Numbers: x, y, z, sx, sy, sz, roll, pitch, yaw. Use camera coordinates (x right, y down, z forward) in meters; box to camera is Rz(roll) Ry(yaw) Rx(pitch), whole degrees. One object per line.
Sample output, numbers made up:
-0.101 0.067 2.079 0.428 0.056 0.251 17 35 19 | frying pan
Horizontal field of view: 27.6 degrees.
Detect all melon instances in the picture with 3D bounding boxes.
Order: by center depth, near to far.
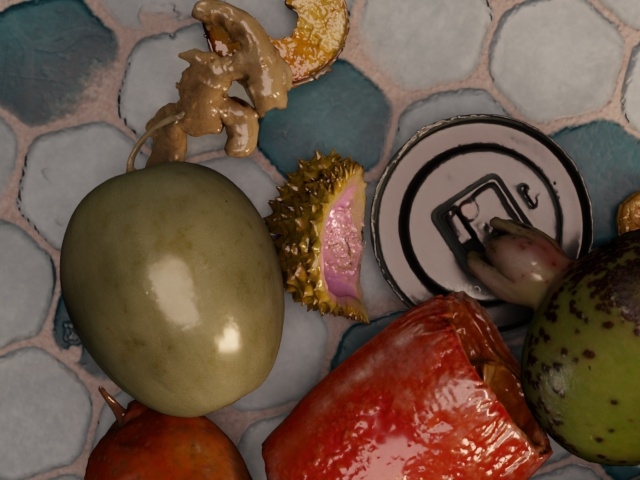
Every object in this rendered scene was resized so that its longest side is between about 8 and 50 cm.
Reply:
-0.170 0.049 1.508 0.272 0.272 0.308 -36 62 -2 | melon

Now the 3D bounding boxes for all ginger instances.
-0.129 -0.152 1.562 0.149 0.065 0.258 32 116 7 | ginger

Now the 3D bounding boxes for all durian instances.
-0.001 0.001 1.586 0.132 0.165 0.182 -8 128 -24 | durian

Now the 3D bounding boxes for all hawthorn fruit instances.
-0.187 0.284 1.537 0.211 0.210 0.262 -24 83 -3 | hawthorn fruit

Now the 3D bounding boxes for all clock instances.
0.198 -0.020 1.628 0.281 0.055 0.280 0 89 -3 | clock

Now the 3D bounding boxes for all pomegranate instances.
0.322 0.086 1.500 0.341 0.285 0.285 39 88 17 | pomegranate

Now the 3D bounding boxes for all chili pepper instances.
0.113 0.235 1.519 0.305 0.229 0.251 -43 76 11 | chili pepper

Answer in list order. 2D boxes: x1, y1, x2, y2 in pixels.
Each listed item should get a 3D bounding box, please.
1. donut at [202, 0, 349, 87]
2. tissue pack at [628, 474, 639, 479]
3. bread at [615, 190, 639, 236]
-0.051 -0.253 1.610 0.181 0.078 0.146 -28 93 -8 | donut
0.294 0.445 1.480 0.405 0.332 0.205 -25 90 -8 | tissue pack
0.416 -0.009 1.645 0.083 0.044 0.110 -12 89 1 | bread
